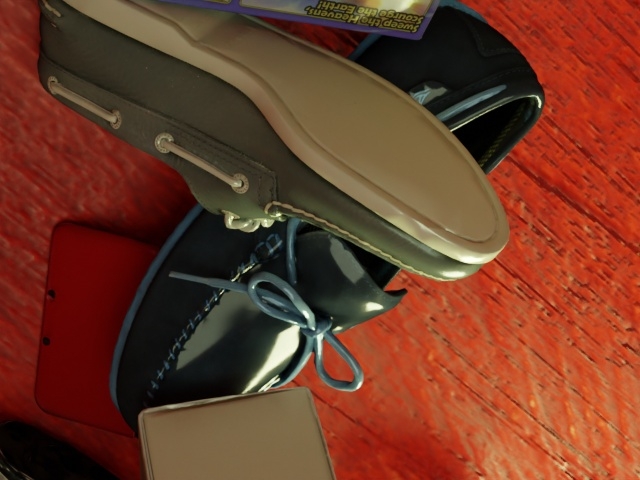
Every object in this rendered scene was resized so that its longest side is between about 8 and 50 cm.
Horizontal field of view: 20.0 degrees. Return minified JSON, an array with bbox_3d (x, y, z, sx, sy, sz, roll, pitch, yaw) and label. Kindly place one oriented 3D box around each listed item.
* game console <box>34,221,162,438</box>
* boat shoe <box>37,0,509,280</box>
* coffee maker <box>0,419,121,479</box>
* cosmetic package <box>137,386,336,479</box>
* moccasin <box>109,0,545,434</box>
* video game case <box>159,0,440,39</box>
[{"bbox_3d":[-0.112,0.056,1.215,0.124,0.085,0.144,-14,123,-43],"label":"game console"},{"bbox_3d":[-0.036,-0.061,1.060,0.319,0.116,0.099,34,122,13],"label":"boat shoe"},{"bbox_3d":[-0.200,0.232,1.228,0.171,0.120,0.178,31,105,-36],"label":"coffee maker"},{"bbox_3d":[-0.051,0.247,1.174,0.113,0.160,0.309,-8,145,-11],"label":"cosmetic package"},{"bbox_3d":[0.000,0.000,1.120,0.342,0.117,0.137,-53,140,6],"label":"moccasin"},{"bbox_3d":[-0.023,-0.232,0.984,0.269,0.061,0.244,6,136,-23],"label":"video game case"}]
